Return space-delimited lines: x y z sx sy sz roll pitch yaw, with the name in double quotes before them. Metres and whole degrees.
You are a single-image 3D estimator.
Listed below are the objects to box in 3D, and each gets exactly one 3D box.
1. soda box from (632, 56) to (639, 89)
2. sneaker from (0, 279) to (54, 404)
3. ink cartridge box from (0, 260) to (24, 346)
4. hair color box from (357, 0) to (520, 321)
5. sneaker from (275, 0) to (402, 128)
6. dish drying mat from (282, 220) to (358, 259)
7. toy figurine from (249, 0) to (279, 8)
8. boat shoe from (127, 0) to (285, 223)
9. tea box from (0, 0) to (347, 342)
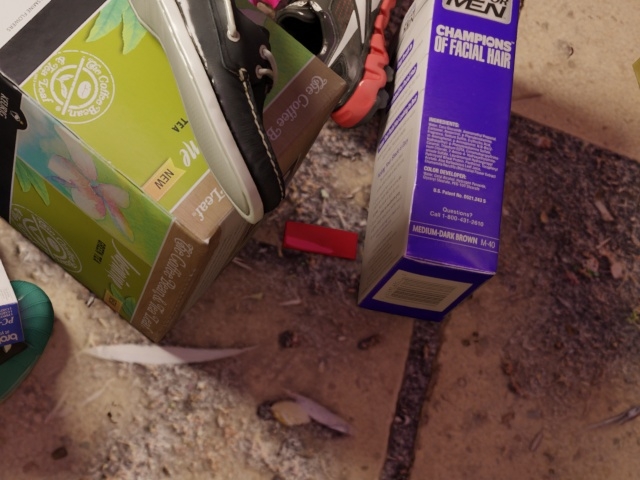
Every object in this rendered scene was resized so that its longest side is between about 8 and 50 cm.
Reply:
"soda box" 0.438 -0.148 1.644 0.061 0.058 0.181 -9 73 -17
"sneaker" -0.378 0.135 1.306 0.302 0.121 0.108 -39 84 -23
"ink cartridge box" -0.355 0.042 1.315 0.097 0.207 0.046 -13 119 -17
"hair color box" 0.129 -0.101 1.482 0.110 0.185 0.339 10 70 -11
"sneaker" 0.020 -0.270 1.547 0.135 0.097 0.276 20 67 -28
"dish drying mat" 0.000 0.000 1.510 0.083 0.008 0.032 10 70 -11
"toy figurine" -0.117 -0.279 1.534 0.159 0.130 0.173 5 92 -22
"boat shoe" -0.085 -0.161 1.131 0.091 0.114 0.303 -21 79 -15
"tea box" -0.192 -0.115 1.327 0.323 0.329 0.220 38 66 2
